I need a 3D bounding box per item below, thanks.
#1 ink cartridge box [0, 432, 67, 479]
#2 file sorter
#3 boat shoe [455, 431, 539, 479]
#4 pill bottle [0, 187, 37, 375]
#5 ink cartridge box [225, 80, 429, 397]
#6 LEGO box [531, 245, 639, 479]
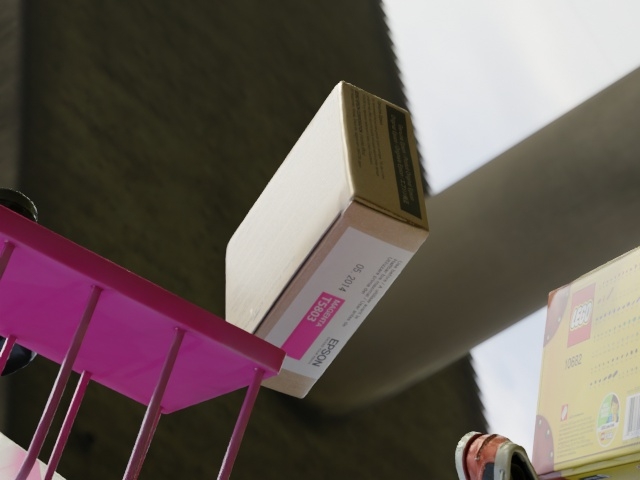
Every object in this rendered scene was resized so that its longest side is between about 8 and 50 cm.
[{"bbox_3d":[-0.348,0.305,1.298,0.330,0.324,0.071,23,143,42],"label":"ink cartridge box"},{"bbox_3d":[-0.216,0.114,1.098,0.290,0.202,0.182,29,-117,-21],"label":"file sorter"},{"bbox_3d":[0.131,0.181,1.000,0.049,0.043,0.137,-44,-59,-34],"label":"boat shoe"},{"bbox_3d":[-0.390,0.044,1.840,0.123,0.123,0.219,40,-150,-36],"label":"pill bottle"},{"bbox_3d":[0.000,0.000,1.452,0.088,0.235,0.193,23,-146,-21],"label":"ink cartridge box"},{"bbox_3d":[0.443,0.115,1.272,0.372,0.500,0.193,12,-106,-12],"label":"LEGO box"}]
